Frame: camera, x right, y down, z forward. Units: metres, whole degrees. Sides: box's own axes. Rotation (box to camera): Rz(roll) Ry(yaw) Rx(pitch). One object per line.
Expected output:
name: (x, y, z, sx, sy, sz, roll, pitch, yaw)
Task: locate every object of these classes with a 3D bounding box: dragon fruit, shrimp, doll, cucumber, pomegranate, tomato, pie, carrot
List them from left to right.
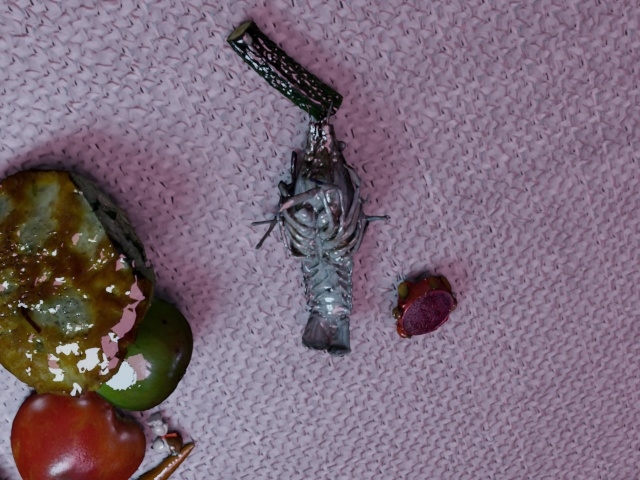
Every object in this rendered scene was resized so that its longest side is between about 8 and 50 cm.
pie: (-0.398, 0.057, 1.219, 0.288, 0.103, 0.354, -40, 82, 12)
tomato: (-0.408, 0.358, 1.398, 0.200, 0.139, 0.233, -33, 118, 13)
pomegranate: (-0.312, 0.161, 1.311, 0.225, 0.187, 0.187, 21, 111, 2)
carrot: (-0.306, 0.433, 1.513, 0.216, 0.048, 0.048, -39, 117, 3)
doll: (-0.271, 0.340, 1.476, 0.058, 0.040, 0.085, 1, 116, -1)
cucumber: (-0.053, -0.244, 1.223, 0.187, 0.058, 0.058, 36, 104, -24)
shrimp: (0.001, -0.005, 1.303, 0.221, 0.166, 0.410, 4, 132, 11)
dragon fruit: (0.170, 0.108, 1.438, 0.126, 0.068, 0.112, -29, 135, -12)
